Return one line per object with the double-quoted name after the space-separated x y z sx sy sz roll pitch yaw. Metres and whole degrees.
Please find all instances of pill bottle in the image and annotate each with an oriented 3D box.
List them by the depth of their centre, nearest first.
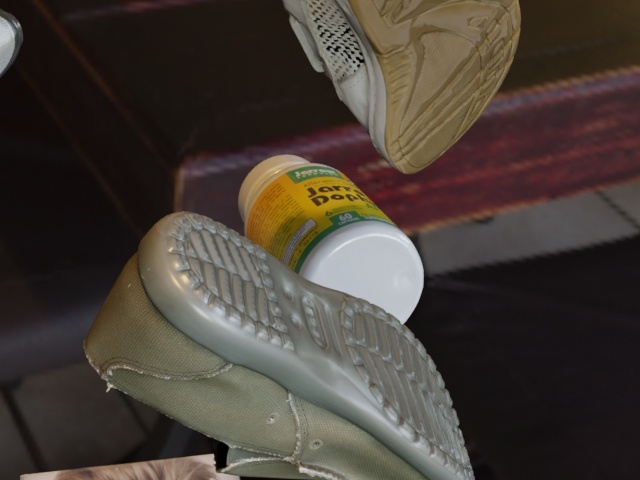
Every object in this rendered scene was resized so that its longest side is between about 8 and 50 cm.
0.000 0.000 1.365 0.118 0.117 0.208 -8 27 -20 "pill bottle"

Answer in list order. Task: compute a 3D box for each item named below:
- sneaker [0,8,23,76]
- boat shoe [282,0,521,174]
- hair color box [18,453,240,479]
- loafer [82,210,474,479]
-0.382 -0.148 1.417 0.108 0.100 0.271 9 30 42 "sneaker"
0.029 -0.123 0.738 0.096 0.277 0.098 40 81 22 "boat shoe"
-0.131 0.346 1.146 0.174 0.105 0.347 -4 69 -16 "hair color box"
-0.016 0.072 0.747 0.251 0.087 0.094 37 29 -37 "loafer"
